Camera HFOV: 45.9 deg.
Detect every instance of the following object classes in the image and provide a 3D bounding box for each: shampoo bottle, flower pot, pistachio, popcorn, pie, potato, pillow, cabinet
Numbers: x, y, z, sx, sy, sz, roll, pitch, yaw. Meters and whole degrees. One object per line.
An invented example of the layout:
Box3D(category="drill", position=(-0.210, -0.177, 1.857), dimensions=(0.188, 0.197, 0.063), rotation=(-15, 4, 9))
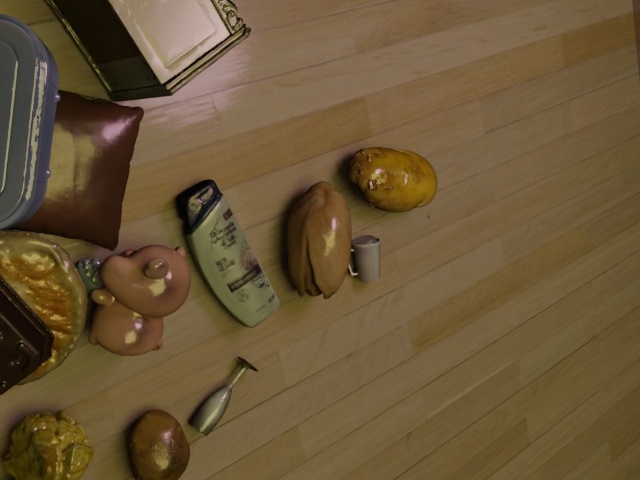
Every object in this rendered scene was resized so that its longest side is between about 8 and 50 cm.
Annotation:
Box3D(category="shampoo bottle", position=(-0.222, 0.040, 1.757), dimensions=(0.134, 0.078, 0.360), rotation=(-38, 117, -25))
Box3D(category="flower pot", position=(-0.610, 0.177, 1.370), dimensions=(0.179, 0.084, 0.251), rotation=(-37, 118, -8))
Box3D(category="pistachio", position=(0.000, 0.000, 1.874), dimensions=(0.181, 0.162, 0.293), rotation=(-12, 103, -67))
Box3D(category="popcorn", position=(-0.558, 0.444, 1.512), dimensions=(0.168, 0.173, 0.195), rotation=(33, 103, 1))
Box3D(category="pie", position=(-0.610, 0.134, 1.447), dimensions=(0.339, 0.077, 0.339), rotation=(-8, 110, -21))
Box3D(category="potato", position=(-0.359, 0.468, 1.679), dimensions=(0.137, 0.137, 0.176), rotation=(-15, 102, -35))
Box3D(category="pillow", position=(-0.519, -0.147, 1.488), dimensions=(0.307, 0.108, 0.306), rotation=(10, 94, -34))
Box3D(category="potato", position=(0.190, -0.162, 2.010), dimensions=(0.300, 0.140, 0.173), rotation=(3, 87, -43))
Box3D(category="cabinet", position=(-0.354, -0.468, 1.460), dimensions=(0.227, 0.290, 0.318), rotation=(-44, 119, -24))

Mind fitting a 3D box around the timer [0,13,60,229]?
Box3D(category="timer", position=(-0.654, -0.209, 1.297), dimensions=(0.394, 0.173, 0.395), rotation=(-1, 94, -9))

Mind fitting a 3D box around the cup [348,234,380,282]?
Box3D(category="cup", position=(0.112, 0.051, 2.029), dimensions=(0.104, 0.074, 0.116), rotation=(-8, 107, -12))

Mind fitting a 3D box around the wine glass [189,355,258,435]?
Box3D(category="wine glass", position=(-0.231, 0.374, 1.804), dimensions=(0.066, 0.066, 0.198), rotation=(49, 67, -31))

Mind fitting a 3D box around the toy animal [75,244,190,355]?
Box3D(category="toy animal", position=(-0.379, 0.127, 1.569), dimensions=(0.229, 0.210, 0.221), rotation=(-11, 95, -1))
